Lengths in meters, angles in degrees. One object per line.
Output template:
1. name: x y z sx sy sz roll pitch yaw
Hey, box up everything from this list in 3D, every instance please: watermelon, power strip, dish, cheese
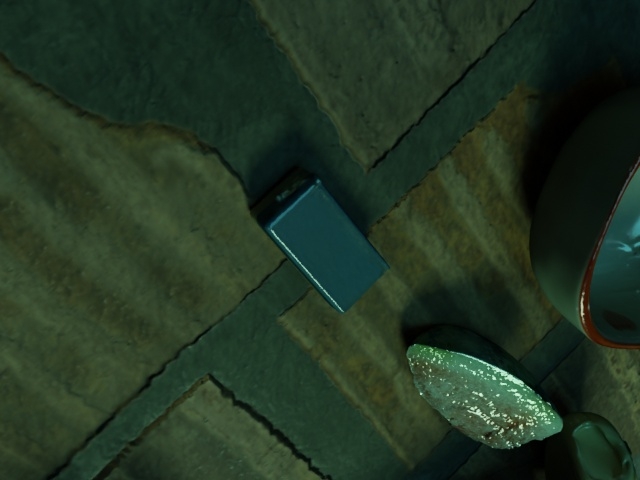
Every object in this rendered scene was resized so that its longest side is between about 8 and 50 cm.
1. watermelon: 0.143 0.132 0.838 0.094 0.081 0.180 -37 116 9
2. power strip: 0.000 0.000 0.683 0.056 0.032 0.123 -45 131 -6
3. dish: 0.288 -0.031 0.811 0.256 0.117 0.256 -17 124 -27
4. cheese: 0.287 0.280 0.990 0.064 0.137 0.227 -9 143 -4
